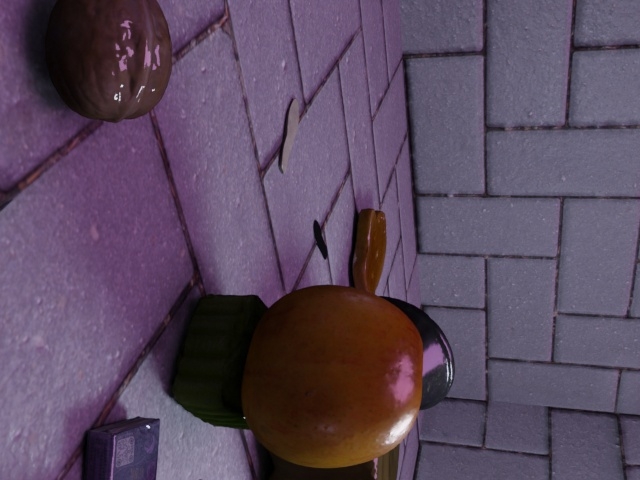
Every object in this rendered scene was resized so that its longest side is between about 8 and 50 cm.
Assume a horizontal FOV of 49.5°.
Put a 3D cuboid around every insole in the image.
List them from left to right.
[{"bbox_3d":[-0.070,-0.238,1.561,0.063,0.010,0.191,60,35,-61],"label":"insole"},{"bbox_3d":[0.000,0.000,1.832,0.152,0.002,0.053,67,30,-54],"label":"insole"}]

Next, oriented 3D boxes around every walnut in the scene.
[{"bbox_3d":[-0.238,-0.215,0.788,0.140,0.140,0.162,5,75,-73],"label":"walnut"}]

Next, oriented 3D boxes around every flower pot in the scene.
[{"bbox_3d":[0.176,0.378,1.993,0.251,0.380,0.379,-31,123,-50],"label":"flower pot"}]

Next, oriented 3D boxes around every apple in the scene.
[{"bbox_3d":[0.027,0.214,1.097,0.299,0.275,0.298,1,90,-76],"label":"apple"}]

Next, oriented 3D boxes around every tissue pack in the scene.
[{"bbox_3d":[-0.261,0.318,0.910,0.112,0.051,0.156,11,82,-70],"label":"tissue pack"}]

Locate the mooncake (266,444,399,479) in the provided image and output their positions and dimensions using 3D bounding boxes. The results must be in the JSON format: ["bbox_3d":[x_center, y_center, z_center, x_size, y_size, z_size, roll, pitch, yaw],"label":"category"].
[{"bbox_3d":[0.044,0.453,1.593,0.467,0.262,0.466,1,90,-75],"label":"mooncake"}]

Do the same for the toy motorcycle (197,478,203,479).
[{"bbox_3d":[-0.214,0.480,0.959,0.187,0.125,0.274,93,16,-52],"label":"toy motorcycle"}]

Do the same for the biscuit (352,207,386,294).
[{"bbox_3d":[0.154,0.025,2.256,0.343,0.057,0.287,-70,156,-45],"label":"biscuit"}]

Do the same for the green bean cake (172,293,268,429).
[{"bbox_3d":[-0.148,0.205,1.166,0.214,0.113,0.200,66,33,-55],"label":"green bean cake"}]
